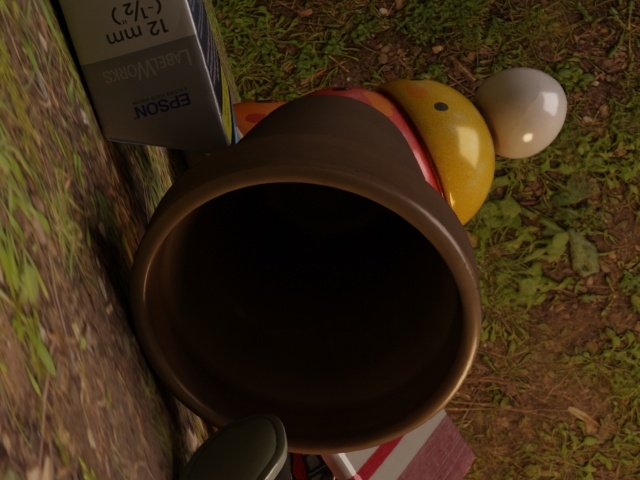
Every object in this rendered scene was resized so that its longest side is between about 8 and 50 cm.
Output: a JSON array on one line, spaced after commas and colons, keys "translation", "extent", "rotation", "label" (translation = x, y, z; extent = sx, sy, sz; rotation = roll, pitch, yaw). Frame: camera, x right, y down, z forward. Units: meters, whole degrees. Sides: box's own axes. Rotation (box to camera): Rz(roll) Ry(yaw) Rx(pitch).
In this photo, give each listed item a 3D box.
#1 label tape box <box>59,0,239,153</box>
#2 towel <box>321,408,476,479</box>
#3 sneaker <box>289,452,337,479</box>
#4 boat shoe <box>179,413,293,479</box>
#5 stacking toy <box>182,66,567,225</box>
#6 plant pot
[{"translation": [-0.161, -0.197, 1.213], "extent": [0.249, 0.115, 0.348], "rotation": [-103, 179, -68], "label": "label tape box"}, {"translation": [0.020, 0.129, 1.269], "extent": [0.329, 0.037, 0.237], "rotation": [57, 25, 0], "label": "towel"}, {"translation": [-0.015, 0.194, 1.306], "extent": [0.104, 0.125, 0.262], "rotation": [-50, 123, -70], "label": "sneaker"}, {"translation": [-0.055, 0.202, 0.916], "extent": [0.228, 0.081, 0.069], "rotation": [-80, 149, -66], "label": "boat shoe"}, {"translation": [0.096, -0.098, 1.687], "extent": [0.351, 0.479, 0.351], "rotation": [59, -12, 21], "label": "stacking toy"}, {"translation": [0.000, 0.000, 1.053], "extent": [0.229, 0.263, 0.263], "rotation": [-78, 154, -57], "label": "plant pot"}]
